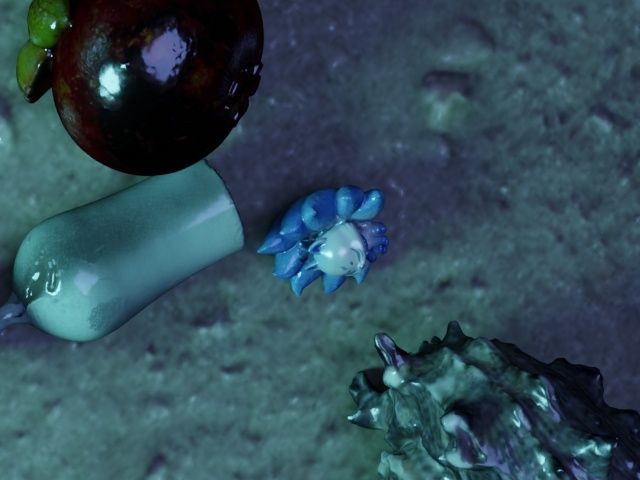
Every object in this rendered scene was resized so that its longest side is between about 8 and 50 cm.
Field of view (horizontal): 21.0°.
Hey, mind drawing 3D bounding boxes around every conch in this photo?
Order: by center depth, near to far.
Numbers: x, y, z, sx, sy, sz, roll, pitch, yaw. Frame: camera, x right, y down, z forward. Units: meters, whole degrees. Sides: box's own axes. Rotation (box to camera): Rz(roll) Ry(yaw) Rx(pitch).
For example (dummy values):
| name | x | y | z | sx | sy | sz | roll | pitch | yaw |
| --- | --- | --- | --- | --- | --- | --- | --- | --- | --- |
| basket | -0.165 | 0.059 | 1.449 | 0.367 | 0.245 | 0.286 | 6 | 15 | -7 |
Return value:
| name | x | y | z | sx | sy | sz | roll | pitch | yaw |
| --- | --- | --- | --- | --- | --- | --- | --- | --- | --- |
| conch | 0.131 | 0.193 | 1.368 | 0.186 | 0.313 | 0.240 | -10 | 107 | -41 |

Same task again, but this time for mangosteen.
| name | x | y | z | sx | sy | sz | roll | pitch | yaw |
| --- | --- | --- | --- | --- | --- | --- | --- | --- | --- |
| mangosteen | -0.141 | -0.147 | 1.299 | 0.200 | 0.200 | 0.200 | -2 | 97 | -21 |

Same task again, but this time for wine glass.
| name | x | y | z | sx | sy | sz | roll | pitch | yaw |
| --- | --- | --- | --- | --- | --- | --- | --- | --- | --- |
| wine glass | -0.176 | 0.021 | 1.329 | 0.231 | 0.103 | 0.103 | -30 | 106 | -18 |

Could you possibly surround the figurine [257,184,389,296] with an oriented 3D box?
| name | x | y | z | sx | sy | sz | roll | pitch | yaw |
| --- | --- | --- | --- | --- | --- | --- | --- | --- | --- |
| figurine | 0.000 | 0.000 | 1.405 | 0.114 | 0.079 | 0.114 | -20 | 148 | -14 |
